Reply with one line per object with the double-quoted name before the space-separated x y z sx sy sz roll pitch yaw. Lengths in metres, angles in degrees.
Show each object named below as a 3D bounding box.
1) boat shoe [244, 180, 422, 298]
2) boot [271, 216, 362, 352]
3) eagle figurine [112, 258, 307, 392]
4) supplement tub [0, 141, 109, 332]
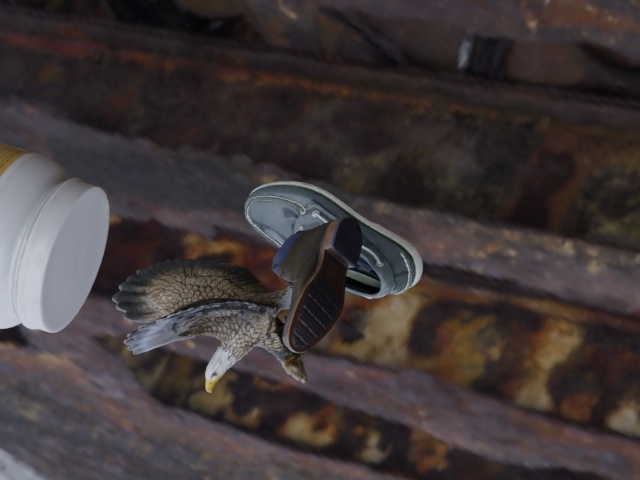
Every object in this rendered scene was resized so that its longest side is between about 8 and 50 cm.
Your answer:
"boat shoe" 0.000 0.000 1.940 0.319 0.099 0.116 26 124 25
"boot" -0.023 0.066 1.784 0.106 0.219 0.082 -5 138 43
"eagle figurine" -0.153 0.124 1.960 0.298 0.225 0.226 28 143 -19
"supplement tub" -0.450 -0.021 1.595 0.316 0.228 0.228 18 158 9
